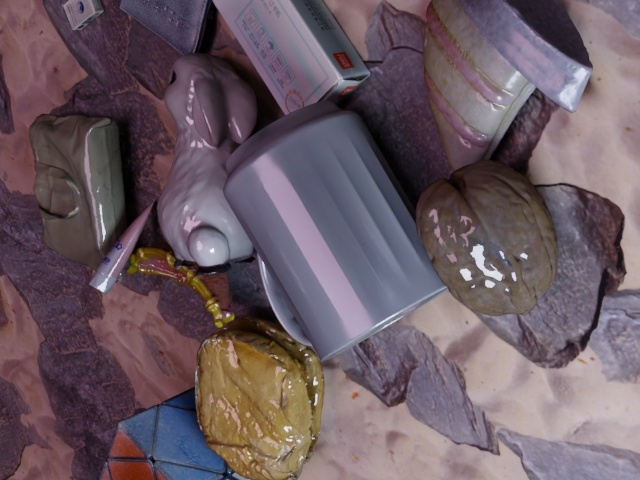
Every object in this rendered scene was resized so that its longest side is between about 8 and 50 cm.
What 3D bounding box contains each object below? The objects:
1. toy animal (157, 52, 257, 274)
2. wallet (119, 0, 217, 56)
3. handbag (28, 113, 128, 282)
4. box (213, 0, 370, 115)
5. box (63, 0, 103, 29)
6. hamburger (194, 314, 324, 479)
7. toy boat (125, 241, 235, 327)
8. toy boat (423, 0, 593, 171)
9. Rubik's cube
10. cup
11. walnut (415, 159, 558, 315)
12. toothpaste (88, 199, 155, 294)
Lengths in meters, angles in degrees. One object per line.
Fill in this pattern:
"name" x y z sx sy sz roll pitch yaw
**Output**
"toy animal" -0.180 -0.132 1.641 0.258 0.193 0.358 -158 62 -76
"wallet" -0.259 -0.427 1.717 0.222 0.036 0.167 37 124 26
"handbag" -0.467 -0.093 1.951 0.253 0.109 0.316 11 111 43
"box" -0.049 -0.315 1.545 0.135 0.079 0.269 -42 76 41
"box" -0.448 -0.439 1.882 0.083 0.024 0.054 -22 87 43
"hamburger" -0.106 0.277 1.738 0.259 0.144 0.283 23 113 29
"toy boat" -0.239 0.069 1.792 0.318 0.099 0.141 24 163 46
"toy boat" 0.214 -0.247 1.334 0.293 0.111 0.276 -36 72 51
"Rubik's cube" -0.269 0.438 1.882 0.205 0.205 0.207 39 127 25
"cup" 0.000 0.000 1.505 0.323 0.236 0.327 -40 78 47
"walnut" 0.232 0.003 1.345 0.178 0.178 0.230 -14 112 42
"toothpaste" -0.363 0.008 1.857 0.042 0.195 0.067 33 169 -13
